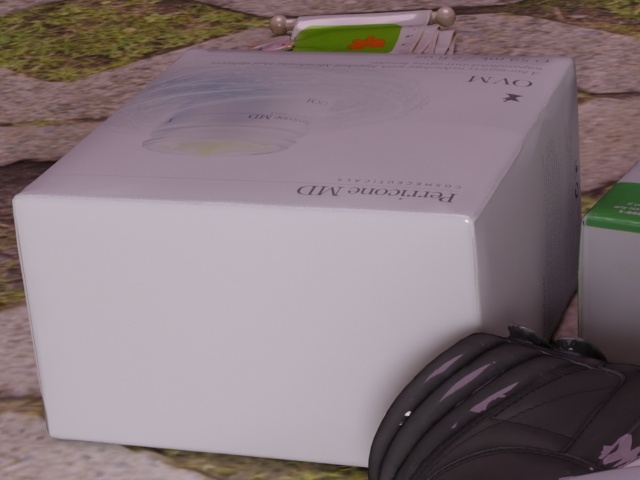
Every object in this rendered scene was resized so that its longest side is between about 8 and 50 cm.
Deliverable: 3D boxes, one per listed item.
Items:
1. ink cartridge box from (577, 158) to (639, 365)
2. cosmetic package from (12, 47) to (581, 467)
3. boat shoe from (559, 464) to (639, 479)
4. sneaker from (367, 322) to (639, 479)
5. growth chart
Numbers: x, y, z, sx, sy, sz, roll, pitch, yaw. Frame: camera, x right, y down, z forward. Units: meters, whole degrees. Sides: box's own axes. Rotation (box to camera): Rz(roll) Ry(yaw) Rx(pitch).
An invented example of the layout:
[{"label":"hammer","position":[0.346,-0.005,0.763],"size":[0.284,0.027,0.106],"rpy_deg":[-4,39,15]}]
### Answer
[{"label":"ink cartridge box","position":[0.239,-0.003,0.978],"size":[0.153,0.087,0.208],"rpy_deg":[8,25,26]},{"label":"cosmetic package","position":[0.000,0.000,0.960],"size":[0.224,0.138,0.225],"rpy_deg":[3,26,18]},{"label":"boat shoe","position":[0.197,0.127,0.680],"size":[0.335,0.121,0.119],"rpy_deg":[3,13,-8]},{"label":"sneaker","position":[0.152,0.072,0.795],"size":[0.295,0.105,0.147],"rpy_deg":[-19,32,-20]},{"label":"growth chart","position":[0.024,-0.132,1.411],"size":[0.172,0.021,0.237],"rpy_deg":[-4,22,5]}]
